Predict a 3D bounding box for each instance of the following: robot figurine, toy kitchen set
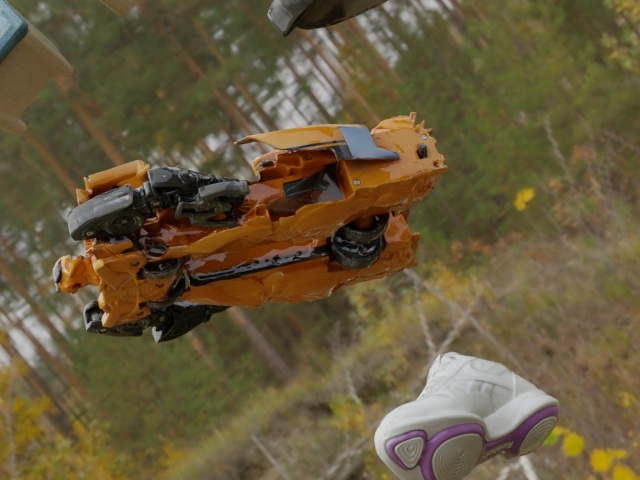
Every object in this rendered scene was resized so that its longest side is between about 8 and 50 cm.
[{"bbox_3d":[-0.058,-0.009,0.856,0.291,0.085,0.211,-10,-32,-13],"label":"robot figurine"},{"bbox_3d":[-0.259,-0.211,0.838,0.166,0.207,0.122,-48,-37,7],"label":"toy kitchen set"}]

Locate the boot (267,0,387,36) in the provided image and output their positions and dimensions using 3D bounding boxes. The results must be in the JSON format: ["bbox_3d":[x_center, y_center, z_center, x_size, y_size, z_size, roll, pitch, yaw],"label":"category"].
[{"bbox_3d":[0.085,-0.242,0.676,0.263,0.091,0.229,-32,-12,-20],"label":"boot"}]

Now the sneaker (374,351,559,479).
[{"bbox_3d":[0.154,0.210,1.355,0.305,0.152,0.114,0,-57,-47],"label":"sneaker"}]
